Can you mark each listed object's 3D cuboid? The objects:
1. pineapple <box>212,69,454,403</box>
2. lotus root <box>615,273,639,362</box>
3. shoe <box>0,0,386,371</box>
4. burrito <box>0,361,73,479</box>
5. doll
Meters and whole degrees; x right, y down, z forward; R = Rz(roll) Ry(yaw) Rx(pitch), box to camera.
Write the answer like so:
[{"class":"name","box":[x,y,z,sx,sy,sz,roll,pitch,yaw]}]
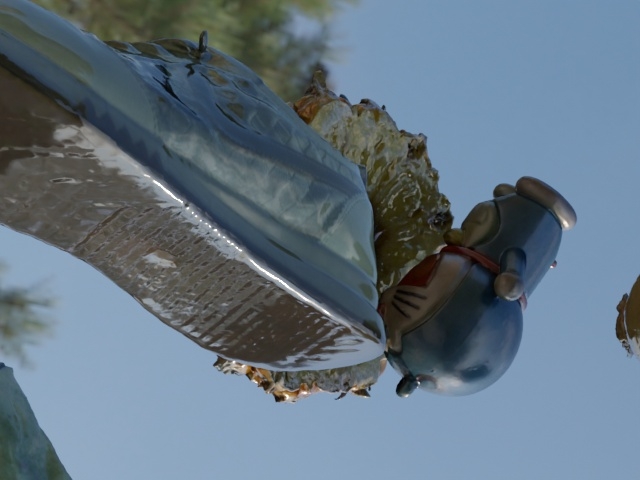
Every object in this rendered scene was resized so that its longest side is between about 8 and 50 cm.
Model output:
[{"class":"pineapple","box":[0.000,0.000,1.094,0.047,0.221,0.221,4,-99,46]},{"class":"lotus root","box":[0.186,0.035,0.884,0.150,0.062,0.073,-15,-102,63]},{"class":"shoe","box":[-0.070,-0.039,0.714,0.103,0.275,0.098,-12,-123,35]},{"class":"burrito","box":[-0.203,0.208,1.194,0.144,0.089,0.229,-35,-93,20]},{"class":"doll","box":[0.089,0.032,1.084,0.152,0.085,0.114,-53,-170,-14]}]
